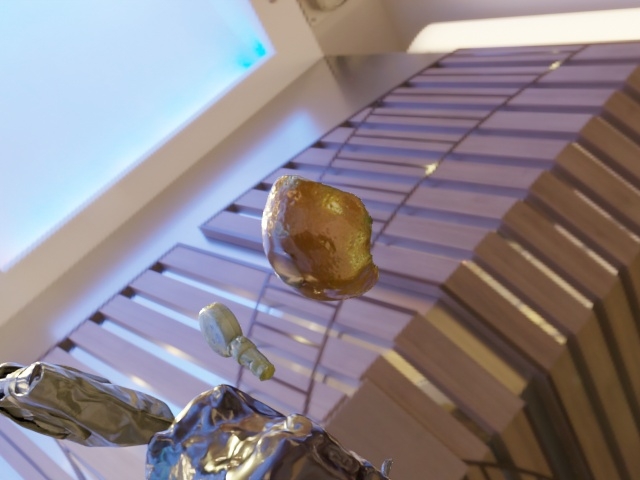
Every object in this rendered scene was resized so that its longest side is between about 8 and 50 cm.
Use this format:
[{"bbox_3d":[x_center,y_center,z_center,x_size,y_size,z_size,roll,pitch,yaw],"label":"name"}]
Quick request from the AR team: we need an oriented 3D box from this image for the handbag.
[{"bbox_3d":[-0.414,0.269,1.361,0.253,0.316,0.109,32,-119,-32],"label":"handbag"}]

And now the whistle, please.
[{"bbox_3d":[-0.149,0.184,1.496,0.057,0.198,0.104,-29,-45,-33],"label":"whistle"}]

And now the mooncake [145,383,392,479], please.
[{"bbox_3d":[-0.045,0.355,1.123,0.212,0.381,0.350,-52,-54,-18],"label":"mooncake"}]

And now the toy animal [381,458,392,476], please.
[{"bbox_3d":[0.106,0.605,1.717,0.206,0.367,0.081,32,-148,-13],"label":"toy animal"}]

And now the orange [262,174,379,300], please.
[{"bbox_3d":[-0.004,0.007,1.813,0.196,0.263,0.334,-53,-30,-42],"label":"orange"}]
